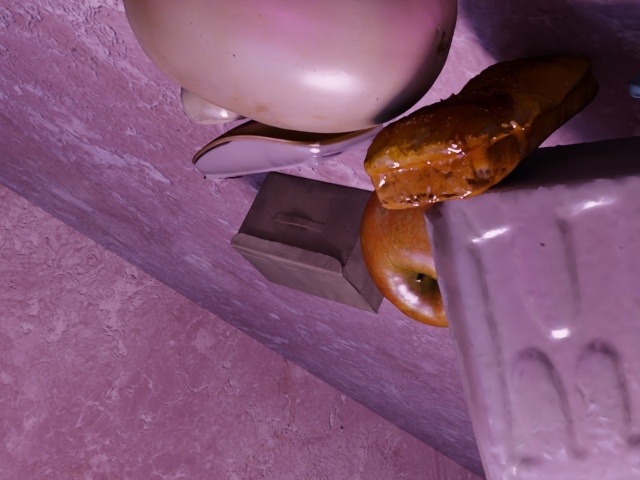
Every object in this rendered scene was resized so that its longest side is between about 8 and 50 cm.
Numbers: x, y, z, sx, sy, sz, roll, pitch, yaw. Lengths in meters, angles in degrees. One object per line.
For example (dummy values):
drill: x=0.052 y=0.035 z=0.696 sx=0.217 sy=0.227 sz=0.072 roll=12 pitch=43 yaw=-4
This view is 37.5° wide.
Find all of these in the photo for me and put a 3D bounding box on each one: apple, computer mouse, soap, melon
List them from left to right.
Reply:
computer mouse: x=-0.051 y=-0.133 z=1.231 sx=0.310 sy=0.158 sz=0.072 roll=-2 pitch=109 yaw=55
melon: x=-0.035 y=-0.218 z=0.856 sx=0.317 sy=0.223 sz=0.223 roll=22 pitch=162 yaw=19
apple: x=0.168 y=-0.003 z=1.266 sx=0.237 sy=0.207 sz=0.237 roll=18 pitch=142 yaw=15
soap: x=0.345 y=0.070 z=0.825 sx=0.435 sy=0.350 sz=0.213 roll=-7 pitch=-176 yaw=29

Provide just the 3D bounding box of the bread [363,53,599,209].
bread: x=0.156 y=-0.110 z=0.863 sx=0.139 sy=0.271 sz=0.077 roll=-8 pitch=108 yaw=42

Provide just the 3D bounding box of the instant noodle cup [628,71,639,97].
instant noodle cup: x=0.335 y=-0.113 z=0.705 sx=0.157 sy=0.179 sz=0.070 roll=12 pitch=124 yaw=43

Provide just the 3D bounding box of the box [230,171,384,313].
box: x=0.000 y=0.000 z=1.552 sx=0.231 sy=0.149 sz=0.155 roll=13 pitch=158 yaw=36

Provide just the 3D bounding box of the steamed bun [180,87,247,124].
steamed bun: x=-0.121 y=-0.201 z=1.222 sx=0.112 sy=0.130 sz=0.091 roll=3 pitch=109 yaw=49
